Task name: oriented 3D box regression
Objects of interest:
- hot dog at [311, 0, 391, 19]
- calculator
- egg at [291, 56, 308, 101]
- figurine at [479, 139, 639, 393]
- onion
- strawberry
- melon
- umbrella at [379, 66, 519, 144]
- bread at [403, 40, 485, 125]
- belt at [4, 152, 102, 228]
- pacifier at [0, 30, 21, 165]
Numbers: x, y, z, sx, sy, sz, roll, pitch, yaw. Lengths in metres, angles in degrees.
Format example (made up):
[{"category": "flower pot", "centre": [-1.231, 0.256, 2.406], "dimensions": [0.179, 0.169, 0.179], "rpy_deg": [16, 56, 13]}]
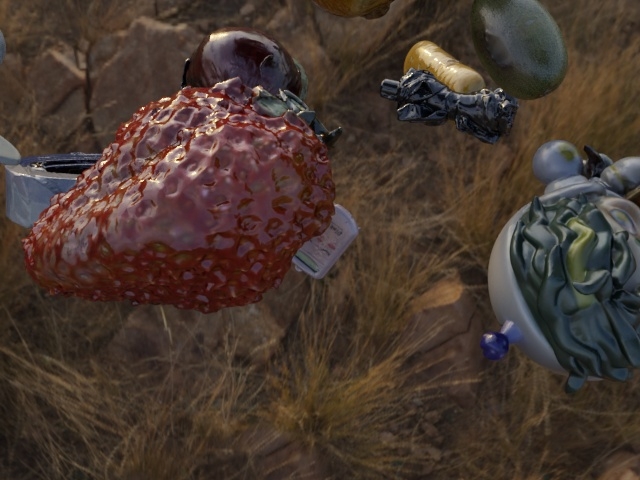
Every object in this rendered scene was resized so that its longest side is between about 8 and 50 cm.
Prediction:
[{"category": "hot dog", "centre": [0.013, -0.509, 1.262], "dimensions": [0.185, 0.223, 0.405], "rpy_deg": [-42, 72, -6]}, {"category": "calculator", "centre": [0.000, 0.000, 1.476], "dimensions": [0.100, 0.175, 0.032], "rpy_deg": [39, 31, 2]}, {"category": "egg", "centre": [-0.102, -0.345, 1.711], "dimensions": [0.141, 0.141, 0.182], "rpy_deg": [30, 26, 8]}, {"category": "figurine", "centre": [0.306, 0.014, 0.802], "dimensions": [0.261, 0.186, 0.382], "rpy_deg": [47, 43, 10]}, {"category": "onion", "centre": [-0.153, -0.258, 1.441], "dimensions": [0.221, 0.281, 0.281], "rpy_deg": [10, 60, -12]}, {"category": "strawberry", "centre": [-0.097, -0.026, 0.530], "dimensions": [0.175, 0.107, 0.236], "rpy_deg": [44, 87, 7]}, {"category": "melon", "centre": [0.241, -0.247, 0.947], "dimensions": [0.099, 0.099, 0.162], "rpy_deg": [-19, 71, -18]}, {"category": "umbrella", "centre": [0.247, -0.267, 1.504], "dimensions": [0.272, 0.110, 0.122], "rpy_deg": [17, 88, 14]}, {"category": "bread", "centre": [0.297, -0.390, 1.901], "dimensions": [0.091, 0.142, 0.305], "rpy_deg": [-2, 32, -24]}, {"category": "belt", "centre": [-0.476, -0.105, 1.614], "dimensions": [0.347, 0.117, 0.212], "rpy_deg": [-4, 23, -29]}, {"category": "pacifier", "centre": [-0.487, -0.191, 0.973], "dimensions": [0.238, 0.287, 0.225], "rpy_deg": [34, 95, -1]}]
